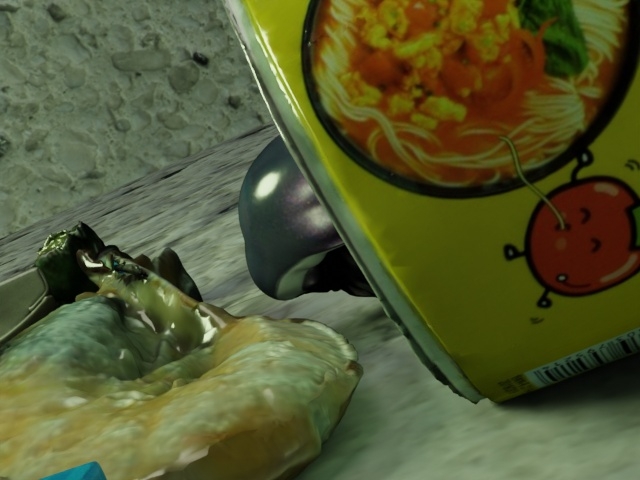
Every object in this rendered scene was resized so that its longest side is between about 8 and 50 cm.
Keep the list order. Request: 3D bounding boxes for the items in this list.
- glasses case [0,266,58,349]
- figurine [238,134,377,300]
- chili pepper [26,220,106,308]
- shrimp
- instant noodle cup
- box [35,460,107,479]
[{"bbox_3d":[-0.219,0.072,0.903,0.072,0.042,0.190,-32,-13,-15],"label":"glasses case"},{"bbox_3d":[0.055,-0.030,0.795,0.222,0.145,0.145,-18,8,-20],"label":"figurine"},{"bbox_3d":[-0.281,0.077,1.071,0.264,0.116,0.148,-24,-33,26],"label":"chili pepper"},{"bbox_3d":[-0.098,0.071,0.723,0.221,0.110,0.446,-17,13,-4],"label":"shrimp"},{"bbox_3d":[0.122,-0.090,0.557,0.254,0.325,0.325,-30,8,10],"label":"instant noodle cup"},{"bbox_3d":[-0.148,0.159,0.402,0.139,0.073,0.194,-19,10,12],"label":"box"}]
